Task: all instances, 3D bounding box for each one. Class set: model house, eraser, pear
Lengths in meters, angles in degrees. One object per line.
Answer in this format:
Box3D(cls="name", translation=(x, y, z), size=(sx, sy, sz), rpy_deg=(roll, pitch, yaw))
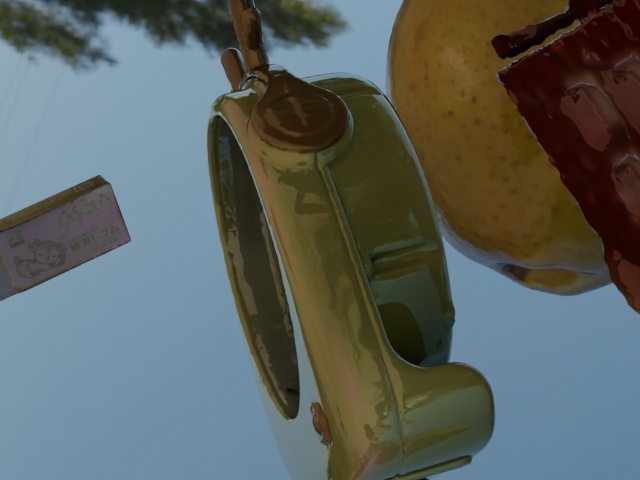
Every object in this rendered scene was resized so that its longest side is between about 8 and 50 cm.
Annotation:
Box3D(cls="model house", translation=(0.242, -0.051, 0.718), size=(0.254, 0.196, 0.160), rpy_deg=(63, -27, -4))
Box3D(cls="eraser", translation=(-0.142, 0.000, 0.712), size=(0.019, 0.083, 0.038), rpy_deg=(38, -31, 56))
Box3D(cls="pear", translation=(0.241, -0.159, 1.336), size=(0.362, 0.362, 0.418), rpy_deg=(-5, -104, 62))

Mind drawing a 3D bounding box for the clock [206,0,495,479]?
Box3D(cls="clock", translation=(0.000, 0.000, 0.825), size=(0.235, 0.096, 0.308), rpy_deg=(116, -42, -73))
